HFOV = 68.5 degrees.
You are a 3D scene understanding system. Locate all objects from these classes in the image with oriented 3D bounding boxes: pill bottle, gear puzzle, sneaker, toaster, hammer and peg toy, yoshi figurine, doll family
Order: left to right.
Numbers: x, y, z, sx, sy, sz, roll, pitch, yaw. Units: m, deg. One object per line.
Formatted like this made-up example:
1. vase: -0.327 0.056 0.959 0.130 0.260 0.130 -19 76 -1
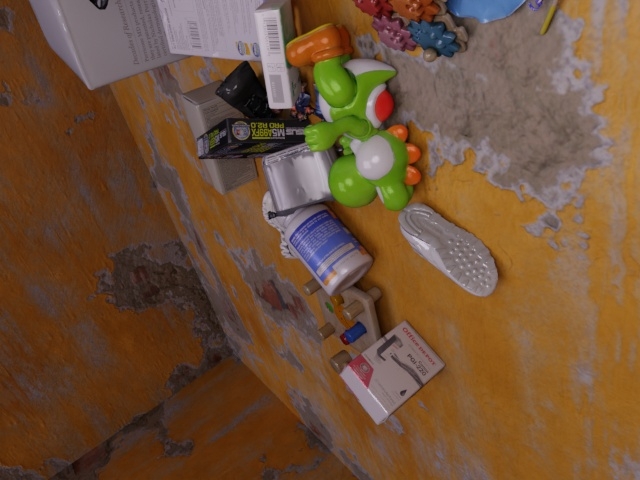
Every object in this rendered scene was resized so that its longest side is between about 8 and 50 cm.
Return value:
1. sneaker: -0.165 -0.350 1.156 0.130 0.109 0.286 45 -169 -5
2. sneaker: -0.082 -0.046 1.411 0.118 0.110 0.292 23 150 36
3. doll family: -0.043 -0.315 1.076 0.193 0.076 0.112 34 141 36
4. toaster: -0.042 -0.151 1.106 0.129 0.226 0.147 -59 -49 -73
5. pill bottle: 0.000 0.000 1.251 0.272 0.152 0.152 50 154 18
6. yoshi figurine: 0.045 -0.208 0.911 0.363 0.203 0.203 62 162 -12
7. hammer and peg toy: 0.097 0.265 1.398 0.265 0.127 0.362 23 138 48
8. gear puzzle: 0.072 -0.358 0.635 0.175 0.044 0.338 32 180 43
9. sneaker: 0.249 0.024 0.925 0.235 0.090 0.095 49 166 28

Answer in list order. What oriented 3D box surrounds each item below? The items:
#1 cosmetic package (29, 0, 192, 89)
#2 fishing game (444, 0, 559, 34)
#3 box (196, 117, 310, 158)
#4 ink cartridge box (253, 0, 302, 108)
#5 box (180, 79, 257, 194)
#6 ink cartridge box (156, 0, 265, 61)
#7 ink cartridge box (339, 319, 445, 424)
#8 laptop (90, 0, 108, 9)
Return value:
1. cosmetic package: -0.495 -0.640 1.162 0.329 0.393 0.328 42 150 33
2. fishing game: 0.182 -0.355 0.590 0.264 0.041 0.189 39 165 14
3. box: -0.179 -0.258 1.214 0.270 0.216 0.060 1 97 60
4. ink cartridge box: -0.062 -0.393 0.930 0.056 0.225 0.181 5 132 14
5. box: -0.311 -0.320 1.475 0.121 0.147 0.311 36 145 40
6. ink cartridge box: -0.214 -0.510 1.063 0.310 0.065 0.186 11 138 13
7. ink cartridge box: 0.185 0.332 1.203 0.159 0.217 0.092 49 148 20
8. laptop: -0.297 -0.633 0.792 0.382 0.236 0.408 44 121 29
